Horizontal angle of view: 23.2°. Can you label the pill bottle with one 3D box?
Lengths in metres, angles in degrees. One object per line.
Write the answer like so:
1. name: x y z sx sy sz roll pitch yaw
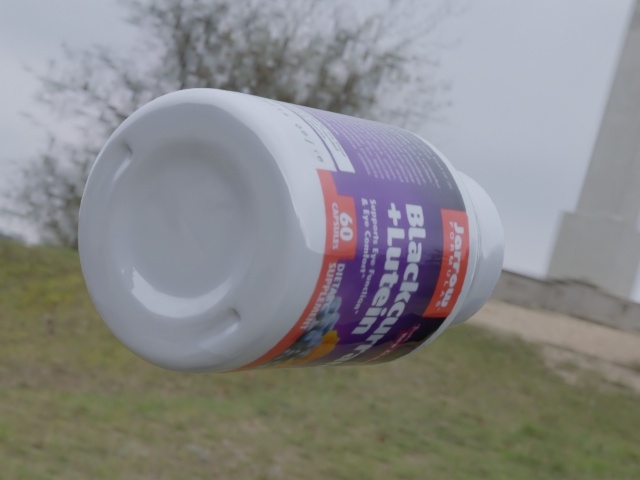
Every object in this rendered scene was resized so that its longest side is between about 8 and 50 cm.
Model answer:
1. pill bottle: 0.000 0.000 0.652 0.108 0.108 0.193 14 5 32
